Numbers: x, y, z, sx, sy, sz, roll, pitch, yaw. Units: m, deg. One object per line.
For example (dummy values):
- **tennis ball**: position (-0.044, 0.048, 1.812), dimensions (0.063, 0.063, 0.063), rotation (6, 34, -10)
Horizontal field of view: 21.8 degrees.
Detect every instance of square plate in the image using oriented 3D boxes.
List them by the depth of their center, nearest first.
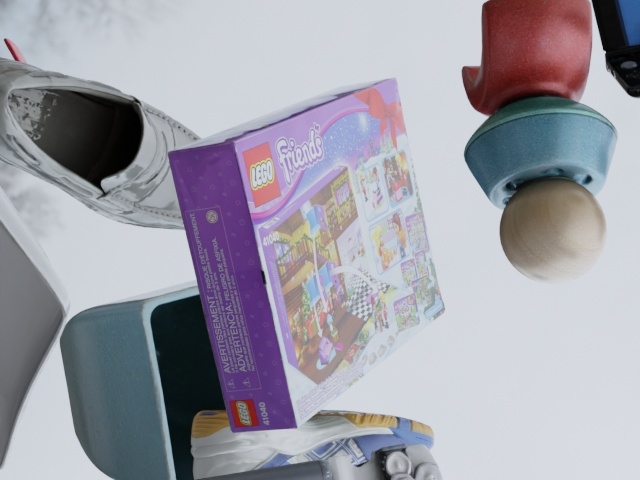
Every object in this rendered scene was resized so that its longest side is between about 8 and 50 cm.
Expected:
- **square plate**: position (-0.384, 0.028, 1.783), dimensions (0.049, 0.347, 0.344), rotation (-24, 158, -35)

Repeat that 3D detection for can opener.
- **can opener**: position (-0.013, 0.248, 1.567), dimensions (0.093, 0.280, 0.074), rotation (134, -53, -62)

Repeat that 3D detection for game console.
- **game console**: position (0.265, -0.160, 1.193), dimensions (0.107, 0.122, 0.071), rotation (-103, -179, -66)

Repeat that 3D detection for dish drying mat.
- **dish drying mat**: position (-0.287, -0.162, 1.642), dimensions (0.008, 0.083, 0.032), rotation (-31, 164, 2)

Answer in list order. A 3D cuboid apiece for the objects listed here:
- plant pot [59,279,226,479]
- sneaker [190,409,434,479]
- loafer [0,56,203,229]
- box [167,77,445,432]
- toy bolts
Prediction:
- **plant pot**: position (-0.194, 0.175, 2.121), dimensions (0.252, 0.248, 0.247), rotation (-4, -82, 45)
- **sneaker**: position (-0.009, 0.248, 1.803), dimensions (0.112, 0.296, 0.131), rotation (-9, -100, 60)
- **loafer**: position (-0.186, -0.078, 1.499), dimensions (0.111, 0.319, 0.112), rotation (11, -96, 50)
- **box**: position (0.000, 0.000, 1.237), dimensions (0.293, 0.057, 0.201), rotation (-29, 109, -62)
- **toy bolts**: position (0.196, -0.063, 0.929), dimensions (0.218, 0.228, 0.158), rotation (88, -3, -66)
